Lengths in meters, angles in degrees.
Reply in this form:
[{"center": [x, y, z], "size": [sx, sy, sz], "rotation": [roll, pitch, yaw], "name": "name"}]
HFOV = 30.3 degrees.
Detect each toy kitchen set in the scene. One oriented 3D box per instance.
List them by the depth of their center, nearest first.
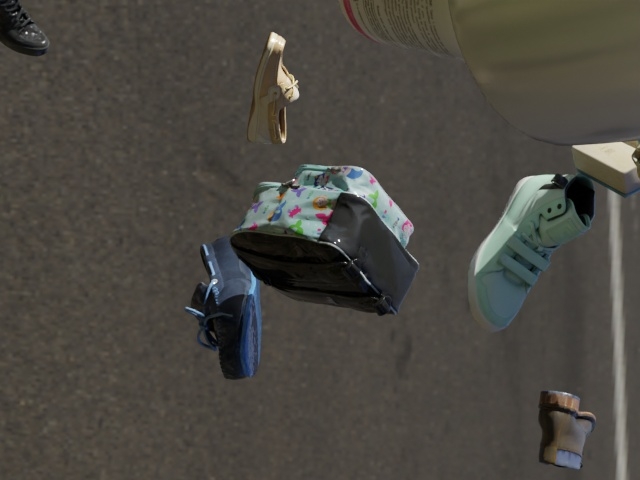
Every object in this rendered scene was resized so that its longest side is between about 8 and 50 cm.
[{"center": [0.488, -0.089, 1.676], "size": [0.122, 0.207, 0.166], "rotation": [44, -23, 58], "name": "toy kitchen set"}]

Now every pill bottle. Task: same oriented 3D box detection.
[{"center": [0.160, -0.286, 1.345], "size": [0.160, 0.283, 0.160], "rotation": [-13, 113, -33], "name": "pill bottle"}]

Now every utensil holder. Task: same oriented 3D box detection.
[{"center": [0.346, -0.251, 1.032], "size": [0.327, 0.385, 0.328], "rotation": [3, 85, -39], "name": "utensil holder"}]

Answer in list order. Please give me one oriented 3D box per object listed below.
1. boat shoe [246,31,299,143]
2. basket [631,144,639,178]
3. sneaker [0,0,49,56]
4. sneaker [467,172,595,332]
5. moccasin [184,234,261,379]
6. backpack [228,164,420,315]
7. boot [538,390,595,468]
[{"center": [-0.057, -0.197, 1.556], "size": [0.170, 0.059, 0.063], "rotation": [102, 2, -45], "name": "boat shoe"}, {"center": [0.278, -0.021, 0.740], "size": [0.103, 0.113, 0.167], "rotation": [44, 18, -21], "name": "basket"}, {"center": [-0.433, -0.326, 1.598], "size": [0.089, 0.170, 0.051], "rotation": [-55, -179, 43], "name": "sneaker"}, {"center": [0.305, 0.010, 1.692], "size": [0.094, 0.151, 0.256], "rotation": [31, 72, -20], "name": "sneaker"}, {"center": [-0.160, 0.117, 1.982], "size": [0.342, 0.116, 0.138], "rotation": [-94, 179, -60], "name": "moccasin"}, {"center": [0.000, 0.000, 1.772], "size": [0.225, 0.253, 0.191], "rotation": [47, 54, -40], "name": "backpack"}, {"center": [0.364, 0.302, 1.793], "size": [0.219, 0.082, 0.106], "rotation": [43, 56, -59], "name": "boot"}]
